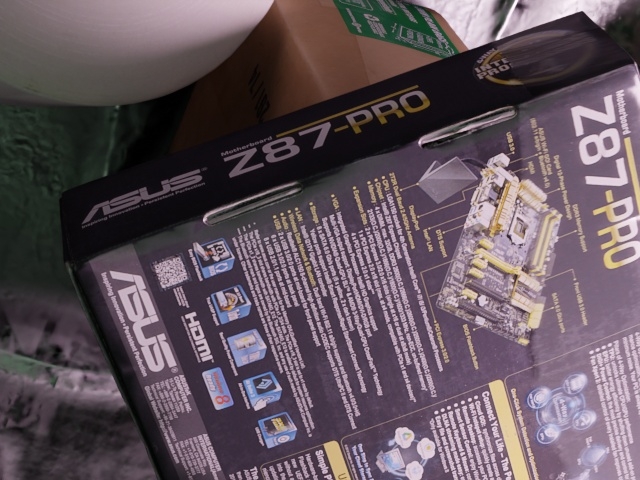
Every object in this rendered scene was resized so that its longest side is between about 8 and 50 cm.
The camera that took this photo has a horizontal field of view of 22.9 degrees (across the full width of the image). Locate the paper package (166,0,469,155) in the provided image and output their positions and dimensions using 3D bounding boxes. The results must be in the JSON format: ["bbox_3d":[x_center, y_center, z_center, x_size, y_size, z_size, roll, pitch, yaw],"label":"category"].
[{"bbox_3d":[0.000,0.000,1.104,0.168,0.325,0.309,16,113,-21],"label":"paper package"}]

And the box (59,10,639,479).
[{"bbox_3d":[0.061,0.101,0.932,0.318,0.097,0.395,-19,119,-1],"label":"box"}]

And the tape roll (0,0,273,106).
[{"bbox_3d":[-0.151,-0.273,0.937,0.392,0.072,0.392,-5,97,-47],"label":"tape roll"}]
